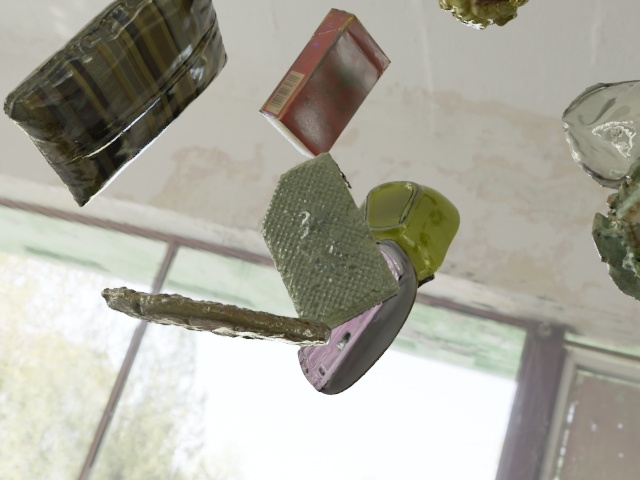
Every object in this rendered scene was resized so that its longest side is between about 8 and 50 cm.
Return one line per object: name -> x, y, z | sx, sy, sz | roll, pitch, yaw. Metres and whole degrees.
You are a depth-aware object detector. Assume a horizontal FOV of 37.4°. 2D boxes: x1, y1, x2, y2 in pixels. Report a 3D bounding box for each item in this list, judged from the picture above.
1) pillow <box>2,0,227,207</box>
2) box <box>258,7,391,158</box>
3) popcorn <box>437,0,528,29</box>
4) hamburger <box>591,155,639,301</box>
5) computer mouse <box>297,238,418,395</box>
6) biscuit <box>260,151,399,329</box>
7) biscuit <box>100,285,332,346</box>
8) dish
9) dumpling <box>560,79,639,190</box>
pillow -> -0.164, -0.140, 0.830 | 0.052, 0.212, 0.208 | 38, -13, 15
box -> 0.015, -0.372, 2.279 | 0.089, 0.313, 0.197 | 30, -8, 43
popcorn -> 0.280, -0.479, 1.637 | 0.189, 0.218, 0.169 | 13, -1, 1
hamburger -> 0.476, -0.031, 1.191 | 0.168, 0.288, 0.192 | -1, -53, 49
computer mouse -> 0.072, 0.142, 1.727 | 0.072, 0.310, 0.158 | 21, 22, -37
biscuit -> 0.000, 0.000, 1.375 | 0.150, 0.252, 0.052 | -26, -26, 4
biscuit -> -0.109, 0.092, 1.098 | 0.290, 0.038, 0.141 | 12, -9, -16
dish -> 0.147, -0.030, 1.851 | 0.221, 0.262, 0.108 | -3, -48, 24
dumpling -> 0.604, -0.211, 1.659 | 0.341, 0.260, 0.181 | -28, -43, 13
